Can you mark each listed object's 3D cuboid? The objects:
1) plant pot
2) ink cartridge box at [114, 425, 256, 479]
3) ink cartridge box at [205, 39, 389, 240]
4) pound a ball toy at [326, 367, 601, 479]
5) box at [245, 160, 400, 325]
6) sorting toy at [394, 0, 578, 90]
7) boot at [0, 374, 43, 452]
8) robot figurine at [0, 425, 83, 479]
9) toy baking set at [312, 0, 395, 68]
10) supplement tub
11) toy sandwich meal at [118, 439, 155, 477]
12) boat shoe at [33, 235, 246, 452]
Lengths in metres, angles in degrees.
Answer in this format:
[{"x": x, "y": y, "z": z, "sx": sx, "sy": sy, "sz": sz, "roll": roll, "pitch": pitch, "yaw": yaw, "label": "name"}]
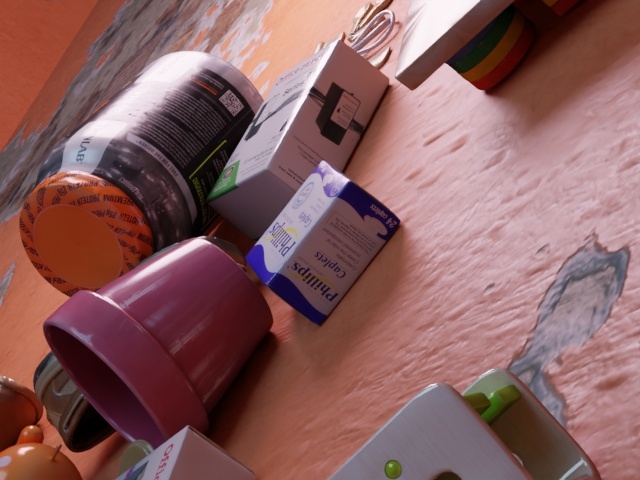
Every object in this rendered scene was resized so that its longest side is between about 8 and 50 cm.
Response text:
[{"x": -0.156, "y": 0.101, "z": 1.752, "sx": 0.180, "sy": 0.201, "sz": 0.201, "roll": -43, "pitch": 14, "yaw": -20, "label": "plant pot"}, {"x": -0.168, "y": 0.289, "z": 1.553, "sx": 0.212, "sy": 0.093, "sz": 0.154, "roll": -36, "pitch": 23, "yaw": 36, "label": "ink cartridge box"}, {"x": -0.026, "y": -0.117, "z": 1.982, "sx": 0.153, "sy": 0.087, "sz": 0.208, "roll": -25, "pitch": 32, "yaw": 55, "label": "ink cartridge box"}, {"x": 0.016, "y": 0.236, "z": 1.071, "sx": 0.319, "sy": 0.136, "sz": 0.208, "roll": -47, "pitch": -17, "yaw": 18, "label": "pound a ball toy"}, {"x": 0.000, "y": 0.000, "z": 1.720, "sx": 0.137, "sy": 0.072, "sz": 0.126, "roll": -52, "pitch": 17, "yaw": 2, "label": "box"}, {"x": 0.204, "y": -0.280, "z": 1.719, "sx": 0.255, "sy": 0.089, "sz": 0.257, "roll": -41, "pitch": 22, "yaw": 33, "label": "sorting toy"}, {"x": -0.487, "y": 0.309, "z": 2.271, "sx": 0.283, "sy": 0.109, "sz": 0.220, "roll": -35, "pitch": 24, "yaw": 49, "label": "boot"}, {"x": -0.348, "y": 0.303, "z": 1.913, "sx": 0.219, "sy": 0.128, "sz": 0.158, "roll": -34, "pitch": 4, "yaw": 45, "label": "robot figurine"}, {"x": 0.024, "y": -0.238, "z": 2.181, "sx": 0.197, "sy": 0.030, "sz": 0.256, "roll": -47, "pitch": 19, "yaw": 17, "label": "toy baking set"}, {"x": -0.210, "y": -0.077, "z": 2.061, "sx": 0.207, "sy": 0.207, "sz": 0.338, "roll": -38, "pitch": 8, "yaw": 38, "label": "supplement tub"}, {"x": -0.178, "y": 0.244, "z": 1.733, "sx": 0.085, "sy": 0.029, "sz": 0.085, "roll": 0, "pitch": 90, "yaw": 51, "label": "toy sandwich meal"}, {"x": -0.197, "y": 0.127, "z": 1.930, "sx": 0.324, "sy": 0.122, "sz": 0.120, "roll": -43, "pitch": 51, "yaw": 27, "label": "boat shoe"}]
